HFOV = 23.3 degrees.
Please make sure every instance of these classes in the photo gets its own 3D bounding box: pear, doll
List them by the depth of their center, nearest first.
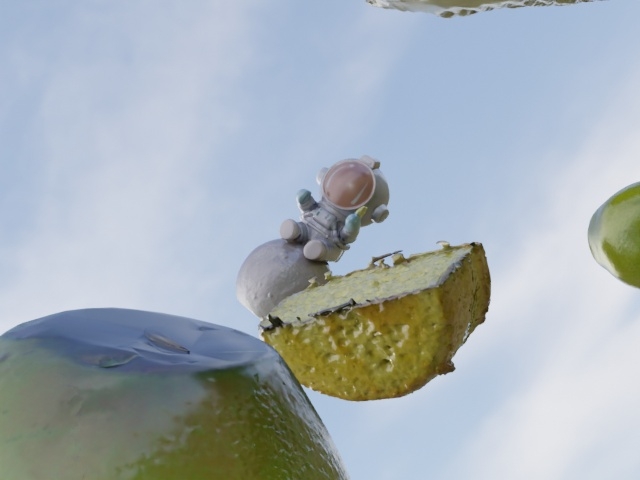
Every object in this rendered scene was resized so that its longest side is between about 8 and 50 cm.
[{"bbox_3d":[0.250,-0.005,1.151,0.092,0.092,0.097,-21,4,-43],"label":"pear"},{"bbox_3d":[-0.143,0.156,1.240,0.399,0.399,0.165,-5,-75,-55],"label":"pear"},{"bbox_3d":[0.000,0.000,2.253,0.287,0.151,0.151,-53,-25,-2],"label":"doll"}]

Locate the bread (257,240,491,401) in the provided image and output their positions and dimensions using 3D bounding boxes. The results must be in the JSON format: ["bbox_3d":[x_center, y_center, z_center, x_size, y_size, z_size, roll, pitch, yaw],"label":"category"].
[{"bbox_3d":[0.072,0.099,1.687,0.260,0.147,0.160,-16,14,25],"label":"bread"}]

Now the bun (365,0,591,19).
[{"bbox_3d":[0.169,-0.305,1.315,0.326,0.362,0.234,-5,-79,-33],"label":"bun"}]
